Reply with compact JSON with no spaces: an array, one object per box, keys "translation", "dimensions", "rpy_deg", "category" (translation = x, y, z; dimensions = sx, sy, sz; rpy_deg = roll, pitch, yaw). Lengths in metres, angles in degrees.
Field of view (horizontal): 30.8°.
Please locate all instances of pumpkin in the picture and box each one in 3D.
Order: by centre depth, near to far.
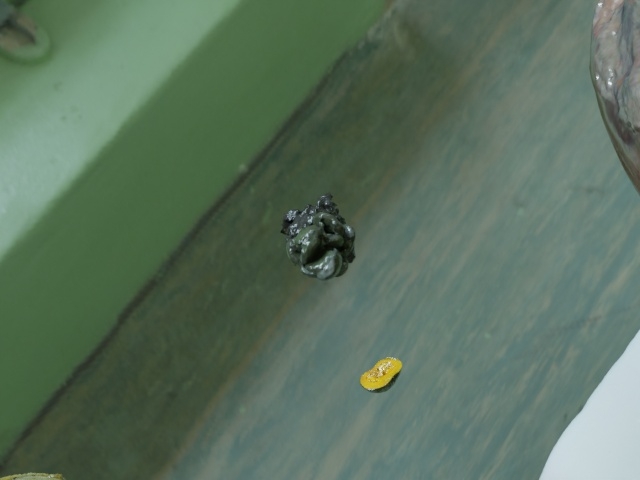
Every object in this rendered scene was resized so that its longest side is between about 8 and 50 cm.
[{"translation":[0.100,0.221,1.855],"dimensions":[0.050,0.028,0.083],"rpy_deg":[17,45,41],"category":"pumpkin"}]

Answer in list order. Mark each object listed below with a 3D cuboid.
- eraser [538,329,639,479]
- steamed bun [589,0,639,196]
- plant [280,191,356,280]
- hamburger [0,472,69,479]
[{"translation":[0.384,0.179,0.971],"dimensions":[0.331,0.331,0.150],"rpy_deg":[-25,24,-12],"category":"eraser"},{"translation":[0.178,-0.088,0.480],"dimensions":[0.106,0.175,0.145],"rpy_deg":[18,37,-3],"category":"steamed bun"},{"translation":[0.000,0.000,1.174],"dimensions":[0.085,0.174,0.087],"rpy_deg":[31,97,-6],"category":"plant"},{"translation":[-0.431,0.490,1.739],"dimensions":[0.318,0.195,0.277],"rpy_deg":[39,80,-1],"category":"hamburger"}]
